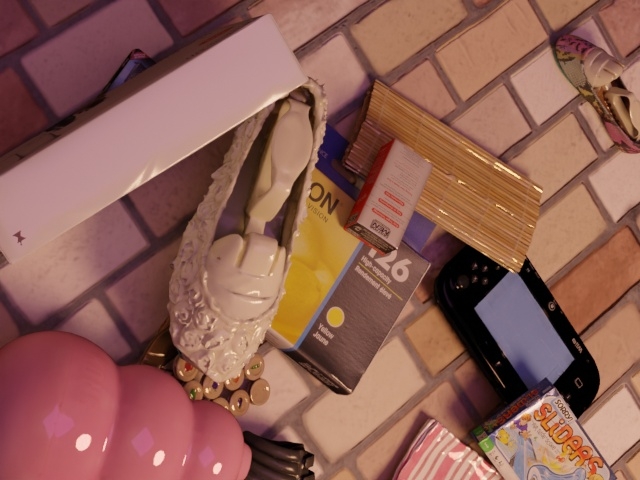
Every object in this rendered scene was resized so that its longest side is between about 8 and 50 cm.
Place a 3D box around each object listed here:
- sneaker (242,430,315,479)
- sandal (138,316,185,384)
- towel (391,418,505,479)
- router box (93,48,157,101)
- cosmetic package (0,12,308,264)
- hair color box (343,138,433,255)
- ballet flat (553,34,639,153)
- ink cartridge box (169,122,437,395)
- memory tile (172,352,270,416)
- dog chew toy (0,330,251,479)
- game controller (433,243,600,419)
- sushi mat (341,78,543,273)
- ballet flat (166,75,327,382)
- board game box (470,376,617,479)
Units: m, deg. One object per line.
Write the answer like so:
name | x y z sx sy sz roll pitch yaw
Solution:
sneaker | -0.019 0.359 1.604 0.295 0.104 0.147 33 81 -15
sandal | -0.184 0.121 1.576 0.072 0.049 0.180 38 59 -24
towel | 0.193 0.365 1.734 0.197 0.029 0.144 39 70 -18
router box | -0.221 -0.176 1.570 0.122 0.038 0.092 38 75 -18
cosmetic package | -0.225 -0.124 1.397 0.377 0.284 0.097 -33 106 -11
hair color box | 0.093 -0.059 1.634 0.072 0.043 0.141 34 63 -16
ballet flat | 0.444 -0.227 1.844 0.077 0.079 0.221 -41 104 -19
ink cartridge box | 0.000 0.000 1.634 0.303 0.072 0.307 39 71 -18
memory tile | -0.127 0.183 1.580 0.148 0.012 0.113 -20 107 -44
dog chew toy | -0.244 0.231 1.442 0.332 0.206 0.207 16 82 -15
game controller | 0.292 0.138 1.772 0.166 0.067 0.319 -40 104 -20
sushi mat | 0.181 -0.089 1.727 0.316 0.019 0.151 31 60 -17
ballet flat | -0.083 -0.031 1.486 0.147 0.147 0.409 21 75 -22
board game box | 0.324 0.311 1.743 0.136 0.035 0.201 -37 115 1
